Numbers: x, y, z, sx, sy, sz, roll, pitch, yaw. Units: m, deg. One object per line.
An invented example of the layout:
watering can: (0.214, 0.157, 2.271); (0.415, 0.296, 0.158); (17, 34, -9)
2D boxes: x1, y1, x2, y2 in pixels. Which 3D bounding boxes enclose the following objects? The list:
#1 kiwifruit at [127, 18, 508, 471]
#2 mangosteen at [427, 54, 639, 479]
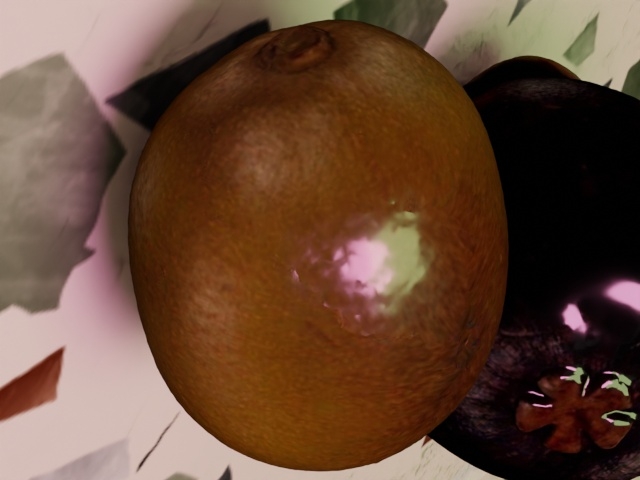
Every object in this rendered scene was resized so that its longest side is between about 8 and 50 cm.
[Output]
kiwifruit: (0.000, 0.000, 0.746); (0.196, 0.196, 0.234); (-35, 138, -37)
mangosteen: (0.152, 0.008, 0.974); (0.302, 0.275, 0.275); (-82, 178, -50)
